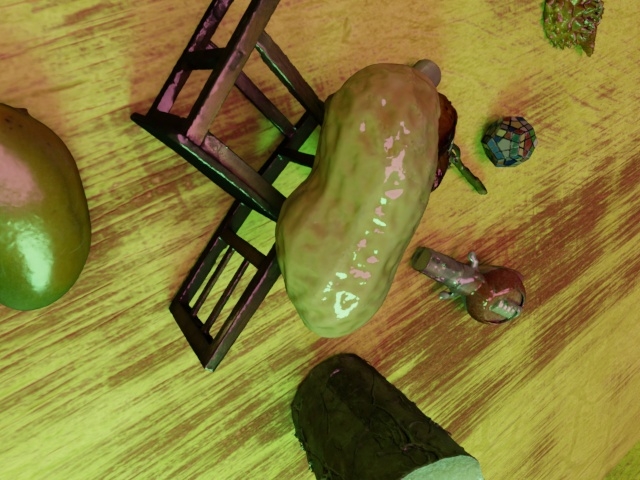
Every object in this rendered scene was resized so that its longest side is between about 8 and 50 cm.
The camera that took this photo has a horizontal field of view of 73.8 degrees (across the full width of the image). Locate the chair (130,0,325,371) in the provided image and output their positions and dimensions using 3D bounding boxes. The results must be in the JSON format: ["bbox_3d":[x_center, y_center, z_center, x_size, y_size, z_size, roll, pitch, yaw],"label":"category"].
[{"bbox_3d":[-0.137,-0.084,0.559,0.240,0.203,0.416,40,83,-40],"label":"chair"}]

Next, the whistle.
[{"bbox_3d":[0.353,0.102,0.975,0.346,0.134,0.142,24,130,-28],"label":"whistle"}]

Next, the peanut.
[{"bbox_3d":[0.035,-0.035,0.475,0.152,0.152,0.313,5,120,-33],"label":"peanut"}]

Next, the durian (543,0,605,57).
[{"bbox_3d":[0.566,-0.474,0.918,0.224,0.078,0.140,29,91,-34],"label":"durian"}]

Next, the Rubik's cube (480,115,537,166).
[{"bbox_3d":[0.399,-0.208,0.904,0.093,0.111,0.111,29,91,-8],"label":"Rubik's cube"}]

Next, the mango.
[{"bbox_3d":[-0.352,-0.031,0.492,0.156,0.114,0.251,-24,118,-30],"label":"mango"}]

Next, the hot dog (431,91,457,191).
[{"bbox_3d":[0.158,-0.138,0.642,0.270,0.081,0.163,-30,140,-60],"label":"hot dog"}]

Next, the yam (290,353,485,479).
[{"bbox_3d":[0.092,0.373,0.783,0.240,0.348,0.241,-7,108,-23],"label":"yam"}]

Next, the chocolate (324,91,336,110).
[{"bbox_3d":[0.040,-0.132,0.524,0.064,0.031,0.101,-22,124,-25],"label":"chocolate"}]

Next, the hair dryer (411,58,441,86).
[{"bbox_3d":[0.139,-0.174,0.772,0.298,0.119,0.296,32,85,-51],"label":"hair dryer"}]

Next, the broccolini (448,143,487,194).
[{"bbox_3d":[0.292,-0.148,0.861,0.254,0.058,0.071,24,112,-42],"label":"broccolini"}]
